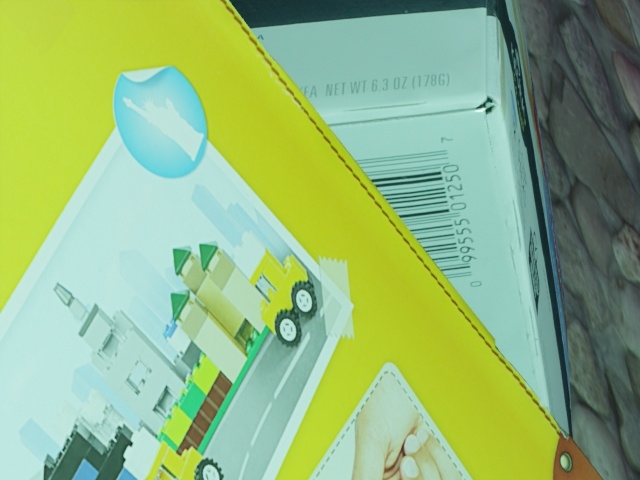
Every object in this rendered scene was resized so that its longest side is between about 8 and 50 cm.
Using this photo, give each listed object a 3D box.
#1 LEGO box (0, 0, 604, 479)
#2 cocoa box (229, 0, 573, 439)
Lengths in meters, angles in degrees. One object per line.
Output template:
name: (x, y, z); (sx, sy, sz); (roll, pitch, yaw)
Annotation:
LEGO box: (-0.132, 0.167, 0.597); (0.372, 0.193, 0.500); (51, 45, -24)
cocoa box: (0.000, 0.000, 0.958); (0.228, 0.231, 0.347); (-84, 165, -46)
